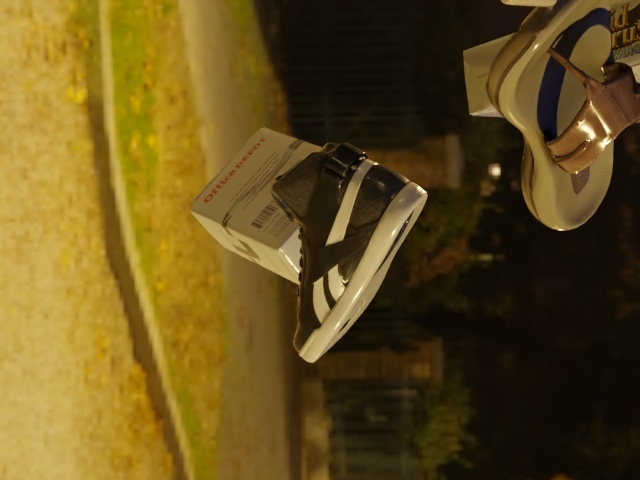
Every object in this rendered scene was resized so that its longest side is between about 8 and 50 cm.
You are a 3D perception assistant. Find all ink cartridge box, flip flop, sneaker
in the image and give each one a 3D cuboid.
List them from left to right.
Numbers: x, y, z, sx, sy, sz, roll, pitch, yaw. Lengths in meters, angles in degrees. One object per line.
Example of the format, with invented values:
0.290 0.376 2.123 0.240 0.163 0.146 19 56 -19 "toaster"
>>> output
-0.042 -0.044 1.729 0.208 0.153 0.087 25 -21 50 "ink cartridge box"
0.000 0.000 1.202 0.079 0.121 0.217 -40 164 -49 "sneaker"
0.183 -0.084 0.964 0.112 0.080 0.277 -45 149 -14 "flip flop"

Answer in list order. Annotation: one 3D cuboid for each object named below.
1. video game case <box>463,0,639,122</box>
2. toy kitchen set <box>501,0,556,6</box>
0.296 -0.151 1.125 0.244 0.269 0.061 -15 -100 50 "video game case"
0.211 -0.198 0.752 0.207 0.166 0.122 -6 90 -44 "toy kitchen set"
